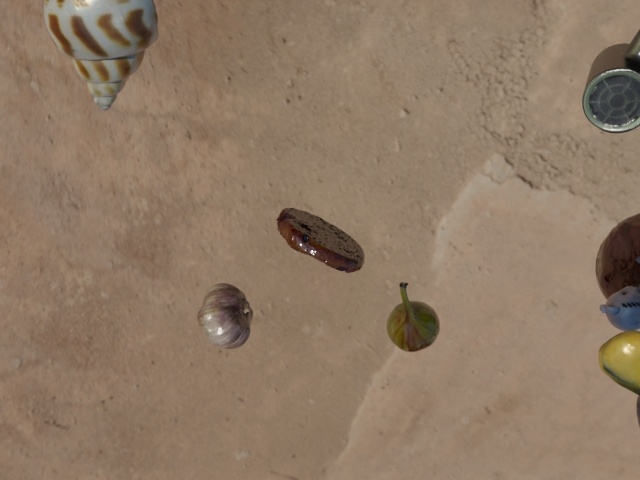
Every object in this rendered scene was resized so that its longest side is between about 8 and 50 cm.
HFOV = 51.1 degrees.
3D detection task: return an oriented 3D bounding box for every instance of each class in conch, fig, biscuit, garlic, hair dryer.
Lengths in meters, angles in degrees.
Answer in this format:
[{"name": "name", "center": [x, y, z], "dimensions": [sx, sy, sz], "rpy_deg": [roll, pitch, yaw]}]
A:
[{"name": "conch", "center": [-0.360, -0.346, 1.097], "dimensions": [0.149, 0.183, 0.275], "rpy_deg": [-40, 148, -21]}, {"name": "fig", "center": [0.204, 0.166, 1.497], "dimensions": [0.124, 0.124, 0.236], "rpy_deg": [-28, 147, -7]}, {"name": "biscuit", "center": [0.000, 0.000, 1.297], "dimensions": [0.192, 0.192, 0.049], "rpy_deg": [21, 112, -28]}, {"name": "garlic", "center": [-0.200, 0.164, 1.461], "dimensions": [0.102, 0.159, 0.147], "rpy_deg": [-16, 86, 14]}, {"name": "hair dryer", "center": [0.406, -0.264, 0.794], "dimensions": [0.078, 0.195, 0.248], "rpy_deg": [31, 126, 6]}, {"name": "fig", "center": [0.663, 0.074, 1.316], "dimensions": [0.224, 0.224, 0.263], "rpy_deg": [-19, 82, -12]}]

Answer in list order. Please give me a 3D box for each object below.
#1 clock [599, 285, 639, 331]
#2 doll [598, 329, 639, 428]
[{"name": "clock", "center": [0.541, 0.118, 1.149], "dimensions": [0.117, 0.176, 0.079], "rpy_deg": [2, 86, 20]}, {"name": "doll", "center": [0.231, 0.087, 0.354], "dimensions": [0.179, 0.102, 0.089], "rpy_deg": [15, 127, -32]}]
